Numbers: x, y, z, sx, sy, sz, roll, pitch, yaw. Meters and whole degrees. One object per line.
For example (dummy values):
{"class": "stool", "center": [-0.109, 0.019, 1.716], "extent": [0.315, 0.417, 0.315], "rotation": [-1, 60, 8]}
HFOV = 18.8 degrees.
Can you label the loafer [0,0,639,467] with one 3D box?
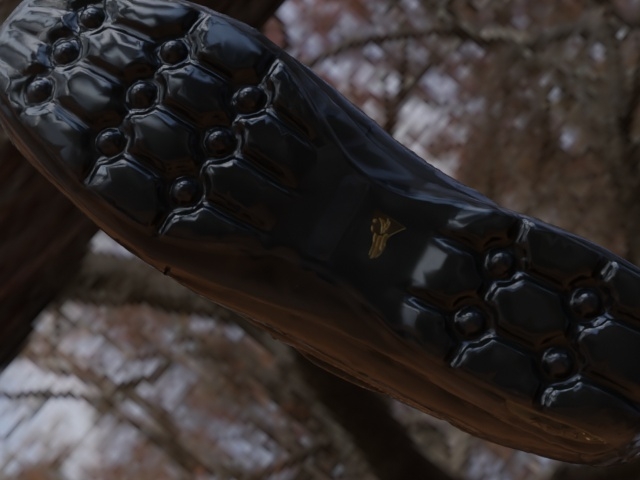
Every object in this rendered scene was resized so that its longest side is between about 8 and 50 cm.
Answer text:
{"class": "loafer", "center": [0.000, 0.000, 0.559], "extent": [0.223, 0.076, 0.078], "rotation": [29, -16, 12]}
